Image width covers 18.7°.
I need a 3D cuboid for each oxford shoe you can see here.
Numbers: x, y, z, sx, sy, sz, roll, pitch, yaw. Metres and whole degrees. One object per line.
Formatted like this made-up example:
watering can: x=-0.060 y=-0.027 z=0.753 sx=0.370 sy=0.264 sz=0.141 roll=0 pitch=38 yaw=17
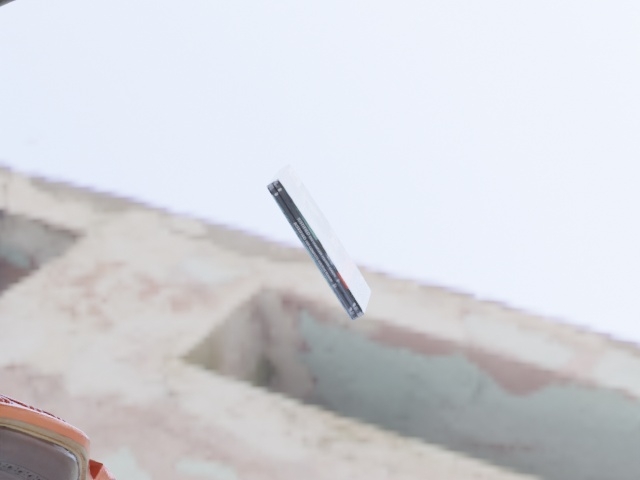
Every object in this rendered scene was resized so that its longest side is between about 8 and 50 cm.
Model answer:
oxford shoe: x=-0.194 y=0.154 z=1.180 sx=0.097 sy=0.271 sz=0.098 roll=17 pitch=-108 yaw=19

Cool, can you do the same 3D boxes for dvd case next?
dvd case: x=0.000 y=0.000 z=1.461 sx=0.013 sy=0.119 sz=0.087 roll=-30 pitch=-173 yaw=10

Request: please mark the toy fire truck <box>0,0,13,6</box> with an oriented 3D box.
toy fire truck: x=-0.372 y=-0.293 z=1.546 sx=0.158 sy=0.217 sz=0.246 roll=-29 pitch=-129 yaw=-34
